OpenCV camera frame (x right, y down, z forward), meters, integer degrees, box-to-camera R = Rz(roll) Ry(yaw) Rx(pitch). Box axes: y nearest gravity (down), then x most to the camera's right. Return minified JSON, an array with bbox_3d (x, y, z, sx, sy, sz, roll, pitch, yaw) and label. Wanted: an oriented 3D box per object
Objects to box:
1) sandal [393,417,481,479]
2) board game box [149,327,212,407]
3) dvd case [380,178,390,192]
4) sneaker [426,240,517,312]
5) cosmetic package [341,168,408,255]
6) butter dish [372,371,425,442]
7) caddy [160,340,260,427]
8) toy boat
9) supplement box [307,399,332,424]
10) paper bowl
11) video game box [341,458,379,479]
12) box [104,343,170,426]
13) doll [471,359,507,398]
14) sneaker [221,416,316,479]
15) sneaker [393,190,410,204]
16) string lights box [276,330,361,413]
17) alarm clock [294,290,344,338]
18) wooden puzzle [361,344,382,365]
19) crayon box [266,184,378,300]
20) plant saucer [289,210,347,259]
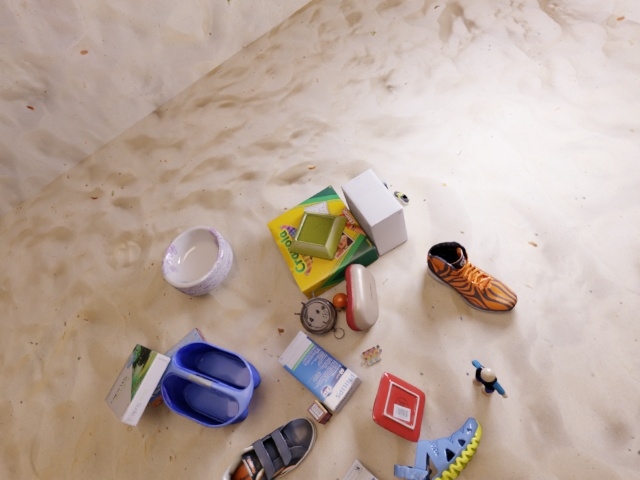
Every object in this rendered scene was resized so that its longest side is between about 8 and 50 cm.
[{"bbox_3d":[0.322,0.610,1.120,0.317,0.126,0.138,-42,53,-10],"label":"sandal"},{"bbox_3d":[-0.551,0.481,1.533,0.281,0.027,0.145,-41,56,-8],"label":"board game box"},{"bbox_3d":[0.227,-0.206,1.689,0.119,0.013,0.087,-17,57,9],"label":"dvd case"},{"bbox_3d":[0.485,0.116,1.316,0.321,0.180,0.125,28,72,29],"label":"sneaker"},{"bbox_3d":[0.205,-0.101,1.508,0.138,0.224,0.225,-32,56,-2],"label":"cosmetic package"},{"bbox_3d":[0.218,0.511,1.217,0.160,0.118,0.160,29,50,-7],"label":"butter dish"},{"bbox_3d":[-0.373,0.487,1.366,0.341,0.179,0.241,13,68,19],"label":"caddy"},{"bbox_3d":[0.112,0.207,1.418,0.151,0.151,0.231,-20,55,27],"label":"toy boat"},{"bbox_3d":[-0.002,0.548,1.280,0.043,0.083,0.055,-46,58,-10],"label":"supplement box"},{"bbox_3d":[-0.500,0.092,1.672,0.284,0.148,0.284,-8,59,13],"label":"paper bowl"},{"bbox_3d":[0.107,0.755,1.107,0.205,0.048,0.187,-51,32,-13],"label":"video game box"},{"bbox_3d":[-0.662,0.504,1.442,0.322,0.058,0.232,-9,52,52],"label":"box"},{"bbox_3d":[0.478,0.399,1.148,0.046,0.189,0.129,-37,56,-5],"label":"doll"},{"bbox_3d":[-0.156,0.669,1.238,0.321,0.127,0.126,-39,55,-8],"label":"sneaker"},{"bbox_3d":[0.331,-0.181,1.627,0.031,0.035,0.083,-43,57,-10],"label":"sneaker"},{"bbox_3d":[-0.006,0.438,1.350,0.259,0.077,0.133,32,75,30],"label":"string lights box"},{"bbox_3d":[0.007,0.281,1.435,0.192,0.064,0.129,37,87,13],"label":"alarm clock"},{"bbox_3d":[0.174,0.392,1.361,0.083,0.006,0.049,-27,56,1],"label":"wooden puzzle"},{"bbox_3d":[0.000,0.000,1.587,0.313,0.106,0.363,-31,56,-1],"label":"crayon box"},{"bbox_3d":[-0.015,-0.033,1.520,0.188,0.045,0.188,10,66,23],"label":"plant saucer"}]
